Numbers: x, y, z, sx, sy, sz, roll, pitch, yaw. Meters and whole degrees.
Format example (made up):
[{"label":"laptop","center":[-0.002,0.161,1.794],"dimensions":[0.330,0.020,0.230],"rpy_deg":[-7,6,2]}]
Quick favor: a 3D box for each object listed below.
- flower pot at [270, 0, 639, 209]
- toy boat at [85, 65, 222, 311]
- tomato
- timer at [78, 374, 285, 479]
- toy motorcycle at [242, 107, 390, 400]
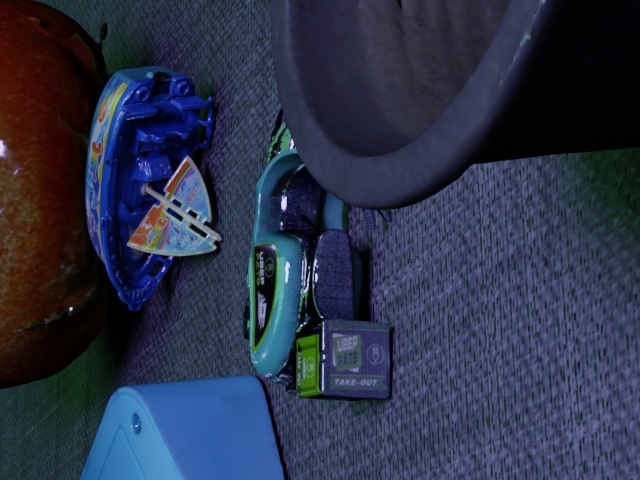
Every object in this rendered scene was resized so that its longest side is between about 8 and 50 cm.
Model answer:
[{"label":"flower pot","center":[0.092,-0.119,0.602],"dimensions":[0.235,0.148,0.235],"rpy_deg":[-172,90,-66]},{"label":"toy boat","center":[-0.108,-0.023,1.213],"dimensions":[0.110,0.091,0.175],"rpy_deg":[33,122,37]},{"label":"tomato","center":[-0.272,-0.041,1.345],"dimensions":[0.303,0.239,0.303],"rpy_deg":[180,90,-89]},{"label":"timer","center":[-0.068,0.234,1.062],"dimensions":[0.250,0.091,0.232],"rpy_deg":[63,142,37]},{"label":"toy motorcycle","center":[0.000,0.000,0.942],"dimensions":[0.100,0.058,0.173],"rpy_deg":[-17,69,60]}]
